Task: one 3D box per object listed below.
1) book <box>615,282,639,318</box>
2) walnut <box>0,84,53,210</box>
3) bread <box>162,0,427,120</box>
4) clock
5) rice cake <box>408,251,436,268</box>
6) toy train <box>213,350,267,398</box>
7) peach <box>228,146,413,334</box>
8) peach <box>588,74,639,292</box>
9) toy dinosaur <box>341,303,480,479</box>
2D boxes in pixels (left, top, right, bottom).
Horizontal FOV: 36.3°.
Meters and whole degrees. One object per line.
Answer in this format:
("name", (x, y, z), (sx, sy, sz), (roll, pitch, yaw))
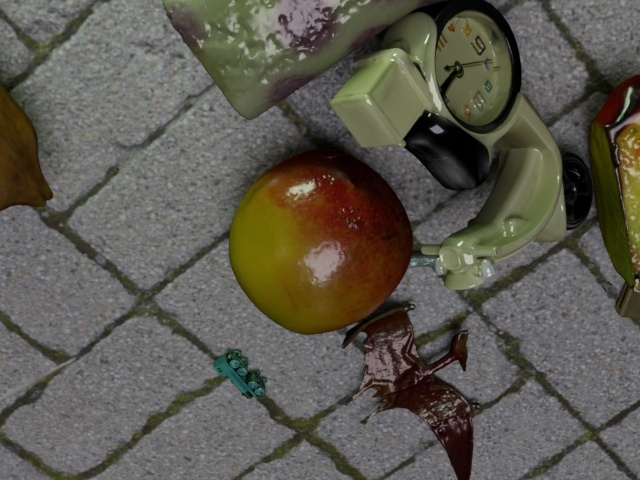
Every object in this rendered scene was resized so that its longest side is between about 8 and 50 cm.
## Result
("book", (0.537, 0.020, 1.401), (0.161, 0.026, 0.230), (8, 118, -10))
("walnut", (-0.461, -0.128, 1.123), (0.336, 0.209, 0.209), (31, 112, -24))
("bread", (0.005, -0.301, 1.095), (0.338, 0.155, 0.187), (-31, 113, 12))
("clock", (0.187, -0.103, 1.189), (0.276, 0.120, 0.379), (-51, 118, -26))
("rice cake", (0.174, 0.028, 1.371), (0.121, 0.022, 0.021), (0, 120, -6))
("toy train", (-0.116, 0.201, 1.439), (0.045, 0.029, 0.092), (-27, 120, 18))
("peach", (0.000, 0.000, 1.237), (0.231, 0.231, 0.230), (-2, 119, -4))
("peach", (0.429, -0.086, 1.259), (0.159, 0.154, 0.267), (-16, 100, -3))
("toy dinosaur", (0.139, 0.231, 1.434), (0.207, 0.113, 0.327), (-8, 121, -1))
